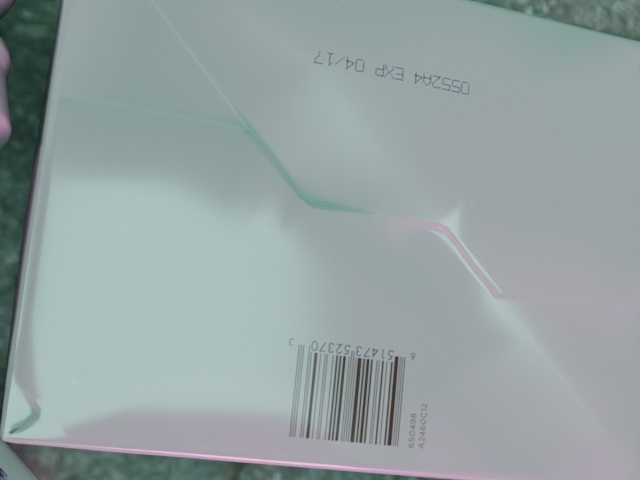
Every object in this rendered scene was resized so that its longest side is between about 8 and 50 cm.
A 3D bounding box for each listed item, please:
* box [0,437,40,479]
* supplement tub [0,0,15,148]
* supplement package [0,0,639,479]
[{"bbox_3d":[-0.155,0.182,0.328,0.322,0.058,0.232,46,33,5],"label":"box"},{"bbox_3d":[-0.233,-0.187,0.350,0.235,0.235,0.325,-8,86,-19],"label":"supplement tub"},{"bbox_3d":[0.000,0.000,0.452,0.262,0.145,0.204,9,80,-17],"label":"supplement package"}]
